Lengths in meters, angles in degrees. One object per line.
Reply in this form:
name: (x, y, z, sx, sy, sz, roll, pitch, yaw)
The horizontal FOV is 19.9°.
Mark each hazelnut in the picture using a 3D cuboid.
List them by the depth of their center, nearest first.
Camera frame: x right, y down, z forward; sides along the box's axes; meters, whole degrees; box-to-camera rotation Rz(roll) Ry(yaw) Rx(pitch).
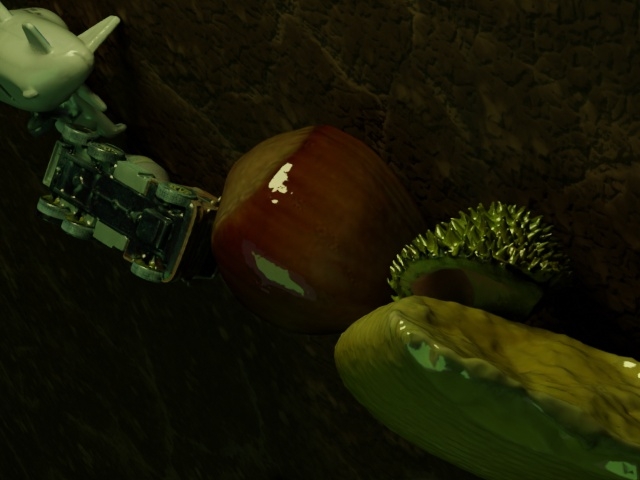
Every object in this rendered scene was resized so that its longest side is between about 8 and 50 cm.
hazelnut: (0.006, -0.009, 1.616, 0.210, 0.210, 0.186, 160, 102, -65)

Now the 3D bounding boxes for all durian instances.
durian: (0.133, 0.022, 1.481, 0.137, 0.095, 0.221, 27, 156, 5)

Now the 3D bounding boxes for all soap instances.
soap: (0.162, 0.130, 1.414, 0.306, 0.115, 0.427, 19, 168, -4)

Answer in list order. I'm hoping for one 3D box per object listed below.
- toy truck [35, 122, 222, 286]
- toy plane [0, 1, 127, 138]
toy truck: (-0.198, -0.043, 1.983, 0.256, 0.140, 0.108, 29, 104, 35)
toy plane: (-0.317, -0.205, 2.022, 0.267, 0.122, 0.267, 36, 162, 14)
